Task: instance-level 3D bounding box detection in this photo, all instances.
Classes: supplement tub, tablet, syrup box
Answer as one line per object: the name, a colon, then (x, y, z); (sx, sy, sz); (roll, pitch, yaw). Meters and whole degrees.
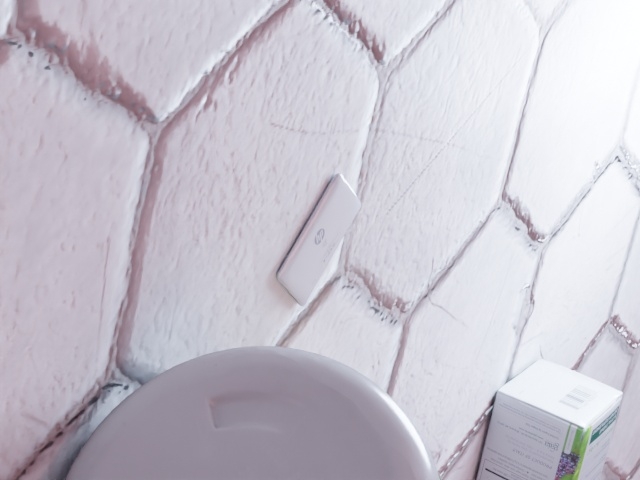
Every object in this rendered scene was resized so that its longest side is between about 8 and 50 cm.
supplement tub: (-0.011, 0.226, 1.035); (0.228, 0.228, 0.316); (-57, 152, -18)
tablet: (0.000, 0.000, 1.122); (0.083, 0.006, 0.054); (-60, 153, -13)
syrup box: (0.204, 0.244, 1.599); (0.093, 0.096, 0.237); (-27, 133, -53)
